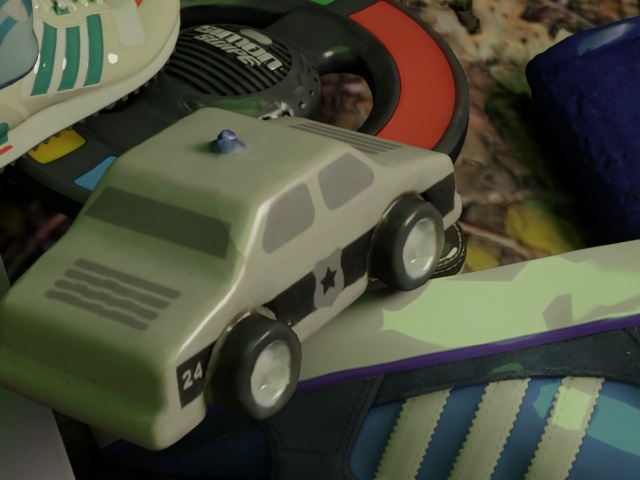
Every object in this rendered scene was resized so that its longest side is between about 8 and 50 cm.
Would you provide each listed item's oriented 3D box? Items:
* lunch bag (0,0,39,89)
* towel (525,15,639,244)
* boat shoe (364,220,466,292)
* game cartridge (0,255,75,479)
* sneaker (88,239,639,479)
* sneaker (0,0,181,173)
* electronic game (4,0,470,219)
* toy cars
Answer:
[{"bbox_3d":[-0.215,-0.117,0.653,0.176,0.090,0.219,-18,41,-21],"label":"lunch bag"},{"bbox_3d":[0.263,-0.004,0.869,0.228,0.076,0.308,-23,64,2],"label":"towel"},{"bbox_3d":[0.000,0.000,0.817,0.152,0.049,0.056,-1,61,-15],"label":"boat shoe"},{"bbox_3d":[-0.231,0.062,0.698,0.230,0.068,0.355,-12,63,-21],"label":"game cartridge"},{"bbox_3d":[0.076,0.131,0.711,0.323,0.130,0.236,-12,87,5],"label":"sneaker"},{"bbox_3d":[-0.121,-0.090,0.746,0.057,0.075,0.161,27,50,33],"label":"sneaker"},{"bbox_3d":[-0.045,-0.070,0.812,0.229,0.048,0.229,2,38,-2],"label":"electronic game"},{"bbox_3d":[-0.132,0.008,0.614,0.394,0.087,0.176,-10,30,-9],"label":"toy cars"}]
